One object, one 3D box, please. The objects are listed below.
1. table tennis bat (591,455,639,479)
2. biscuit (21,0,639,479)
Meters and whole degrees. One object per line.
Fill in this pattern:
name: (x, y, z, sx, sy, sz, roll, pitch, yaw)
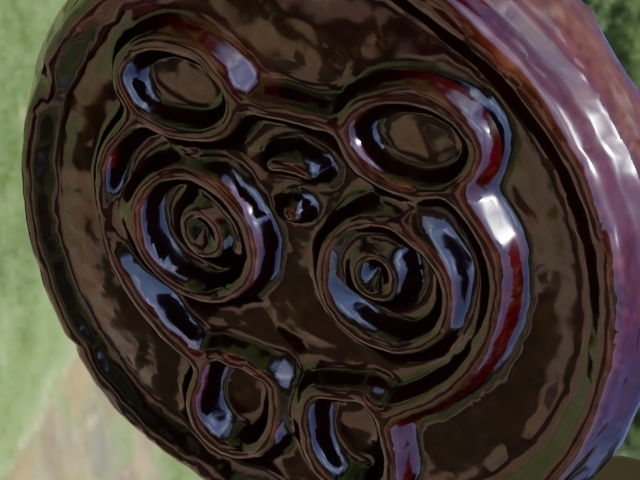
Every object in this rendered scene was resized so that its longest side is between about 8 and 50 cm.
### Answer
table tennis bat: (0.253, 0.244, 1.343, 0.022, 0.138, 0.246, 50, -16, -32)
biscuit: (0.000, 0.000, 0.973, 0.091, 0.407, 0.407, -47, 136, -52)
